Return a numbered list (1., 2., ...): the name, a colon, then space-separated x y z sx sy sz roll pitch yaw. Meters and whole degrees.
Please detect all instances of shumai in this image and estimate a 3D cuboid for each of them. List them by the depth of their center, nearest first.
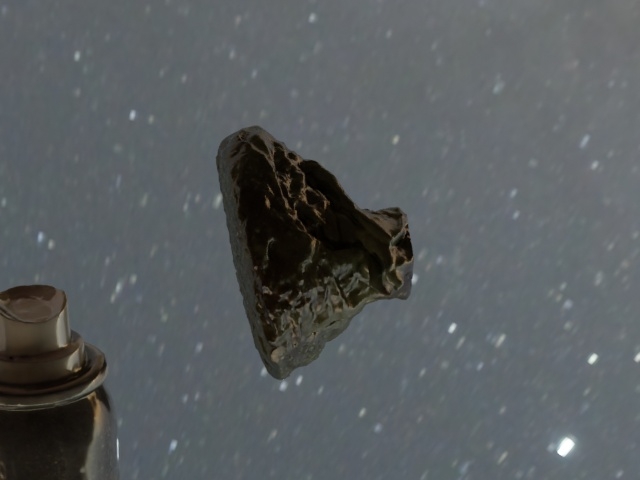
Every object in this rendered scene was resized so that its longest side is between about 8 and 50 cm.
1. shumai: 0.000 0.000 0.942 0.087 0.099 0.123 -13 -78 -4

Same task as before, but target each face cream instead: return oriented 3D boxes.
1. face cream: -0.126 0.158 0.882 0.073 0.283 0.073 -1 -160 0
